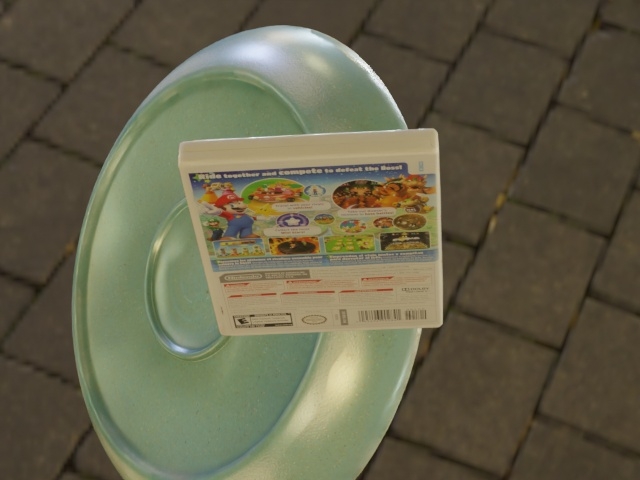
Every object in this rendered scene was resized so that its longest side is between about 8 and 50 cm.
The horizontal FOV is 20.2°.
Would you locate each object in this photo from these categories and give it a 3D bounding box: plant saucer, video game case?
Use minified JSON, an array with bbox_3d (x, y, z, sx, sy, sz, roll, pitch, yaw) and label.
[{"bbox_3d":[-0.061,0.023,1.080,0.043,0.317,0.317,11,38,-42],"label":"plant saucer"},{"bbox_3d":[0.000,0.000,0.645,0.087,0.122,0.011,-2,59,3],"label":"video game case"}]
